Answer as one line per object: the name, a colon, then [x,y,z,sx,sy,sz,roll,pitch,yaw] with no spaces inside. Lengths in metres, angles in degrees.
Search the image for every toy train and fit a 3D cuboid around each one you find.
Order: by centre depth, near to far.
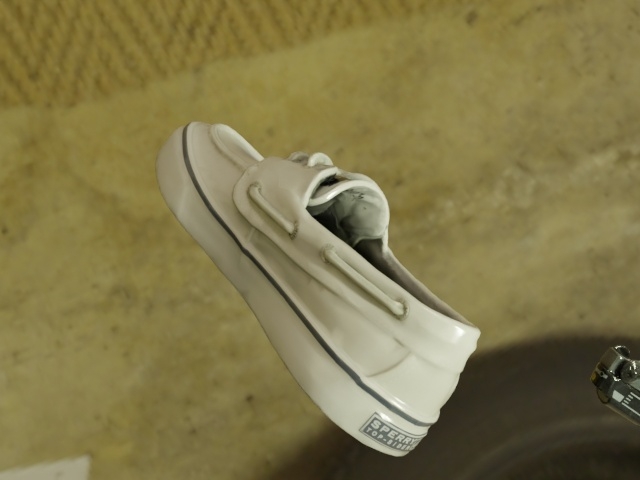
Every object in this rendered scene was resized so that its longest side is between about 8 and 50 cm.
toy train: [0.212,0.110,0.852,0.158,0.027,0.036,33,100,-23]

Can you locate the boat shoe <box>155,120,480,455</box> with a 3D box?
boat shoe: [0.000,0.000,0.779,0.095,0.258,0.084,23,110,-46]
